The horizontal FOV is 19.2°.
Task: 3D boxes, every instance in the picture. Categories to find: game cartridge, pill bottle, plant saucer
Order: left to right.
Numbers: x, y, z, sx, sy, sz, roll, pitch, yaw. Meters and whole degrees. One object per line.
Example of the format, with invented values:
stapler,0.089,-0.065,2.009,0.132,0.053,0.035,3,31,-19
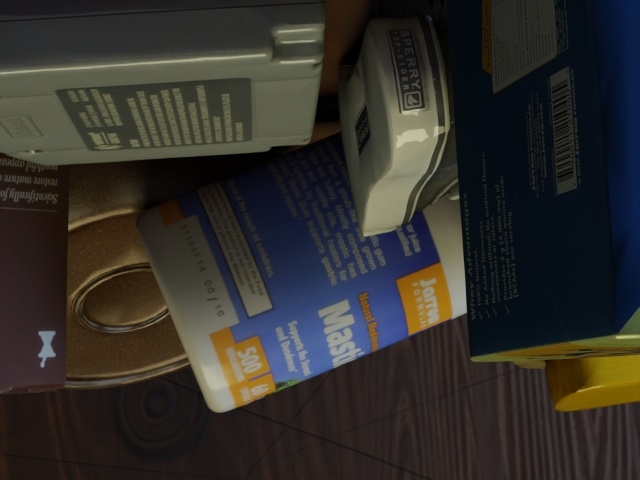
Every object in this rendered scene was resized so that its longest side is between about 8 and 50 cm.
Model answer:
plant saucer,-0.149,0.029,1.430,0.311,0.050,0.310,-13,146,-9
game cartridge,-0.099,-0.089,1.024,0.198,0.062,0.297,0,174,-2
pill bottle,0.023,0.002,1.308,0.272,0.152,0.152,-22,175,-4

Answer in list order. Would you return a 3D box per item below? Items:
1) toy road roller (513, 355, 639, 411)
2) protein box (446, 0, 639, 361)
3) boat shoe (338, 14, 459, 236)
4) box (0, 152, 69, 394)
toy road roller,0.298,-0.015,1.368,0.330,0.202,0.240,-8,163,-9
protein box,0.152,-0.050,0.855,0.136,0.199,0.201,-2,174,-12
boat shoe,0.069,-0.071,1.099,0.102,0.108,0.301,-7,171,-5
box,-0.286,0.011,1.176,0.203,0.167,0.168,0,178,31
